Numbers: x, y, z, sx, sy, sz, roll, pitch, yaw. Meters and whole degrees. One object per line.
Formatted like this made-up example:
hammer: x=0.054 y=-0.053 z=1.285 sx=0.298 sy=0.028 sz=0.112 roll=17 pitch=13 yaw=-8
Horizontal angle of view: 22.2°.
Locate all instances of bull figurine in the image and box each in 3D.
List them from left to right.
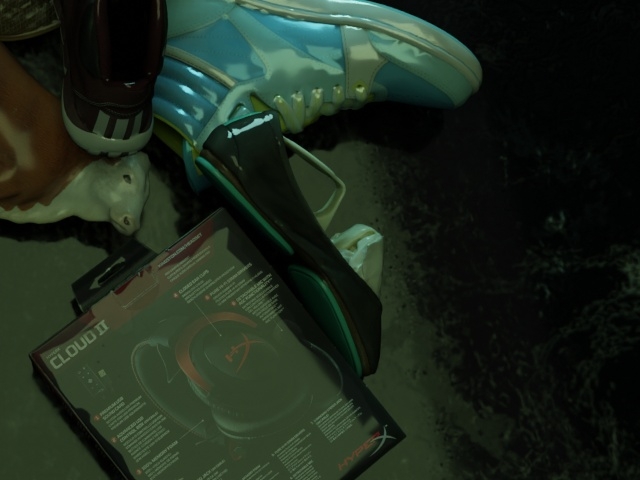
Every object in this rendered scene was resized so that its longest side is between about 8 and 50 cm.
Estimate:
bull figurine: x=-0.300 y=-0.092 z=1.470 sx=0.188 sy=0.101 sz=0.310 roll=-43 pitch=88 yaw=-14

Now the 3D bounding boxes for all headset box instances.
headset box: x=-0.103 y=0.130 z=1.452 sx=0.218 sy=0.110 sz=0.293 roll=-39 pitch=87 yaw=-13

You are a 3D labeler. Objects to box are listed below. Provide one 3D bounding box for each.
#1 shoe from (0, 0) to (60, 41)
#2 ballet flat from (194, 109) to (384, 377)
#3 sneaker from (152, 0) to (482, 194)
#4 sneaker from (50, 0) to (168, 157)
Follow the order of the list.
shoe: x=-0.234 y=-0.253 z=1.542 sx=0.219 sy=0.058 sz=0.077 roll=-30 pitch=105 yaw=-9
ballet flat: x=0.000 y=0.000 z=1.455 sx=0.096 sy=0.095 sz=0.280 roll=-40 pitch=118 yaw=-11
sneaker: x=-0.023 y=-0.122 z=1.511 sx=0.319 sy=0.127 sz=0.208 roll=15 pitch=75 yaw=4
sneaker: x=-0.175 y=-0.226 z=1.405 sx=0.106 sy=0.162 sz=0.281 roll=-5 pitch=70 yaw=-20
